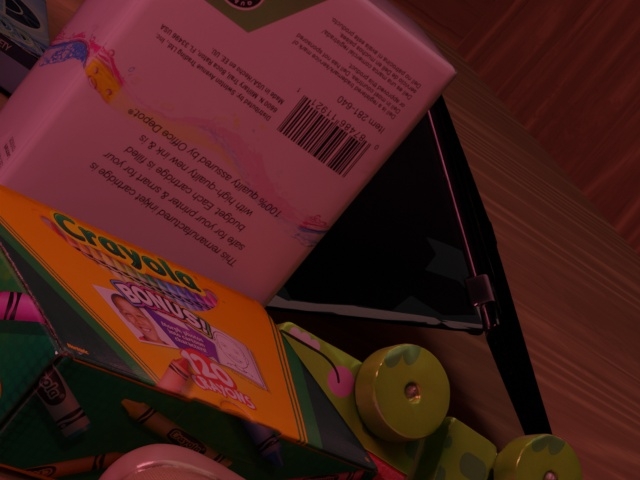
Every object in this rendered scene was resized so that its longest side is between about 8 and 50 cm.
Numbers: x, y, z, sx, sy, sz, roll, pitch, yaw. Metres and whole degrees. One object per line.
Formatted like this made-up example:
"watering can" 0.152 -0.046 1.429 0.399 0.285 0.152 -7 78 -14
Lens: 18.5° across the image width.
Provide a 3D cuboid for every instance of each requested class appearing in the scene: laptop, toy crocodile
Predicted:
"laptop" 0.020 0.008 1.657 0.382 0.236 0.408 -100 169 -46
"toy crocodile" 0.073 0.158 1.374 0.340 0.105 0.115 34 -27 -26

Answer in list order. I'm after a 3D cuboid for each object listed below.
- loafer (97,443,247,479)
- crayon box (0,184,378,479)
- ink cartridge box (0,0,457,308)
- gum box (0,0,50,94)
"loafer" -0.002 0.200 1.022 0.268 0.102 0.092 26 19 -20
"crayon box" -0.109 0.076 1.142 0.278 0.081 0.165 26 20 -48
"ink cartridge box" -0.081 -0.076 1.292 0.201 0.278 0.117 35 11 -25
"gum box" -0.296 -0.199 1.605 0.157 0.041 0.184 35 13 -22
